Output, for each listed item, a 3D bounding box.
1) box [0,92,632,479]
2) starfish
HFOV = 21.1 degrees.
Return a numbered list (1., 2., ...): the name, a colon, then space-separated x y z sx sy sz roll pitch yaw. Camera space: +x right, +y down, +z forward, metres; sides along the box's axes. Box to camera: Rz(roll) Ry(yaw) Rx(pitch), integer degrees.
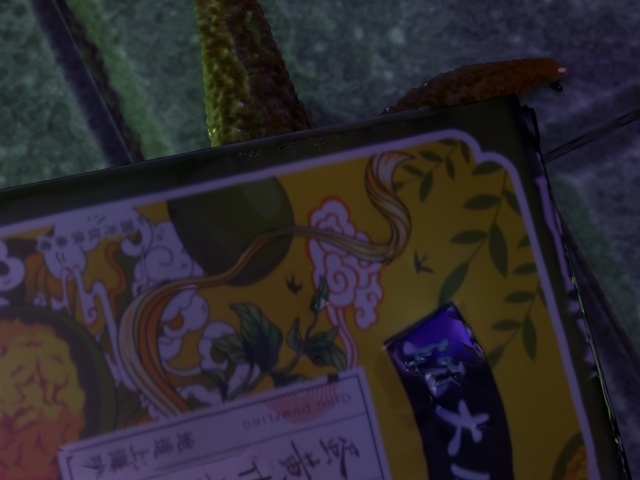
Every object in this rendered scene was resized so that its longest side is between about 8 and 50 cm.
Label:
1. box: -0.043 0.140 0.954 0.420 0.138 0.373 -11 81 -16
2. starfish: -0.002 -0.006 1.146 0.398 0.132 0.383 15 62 9
